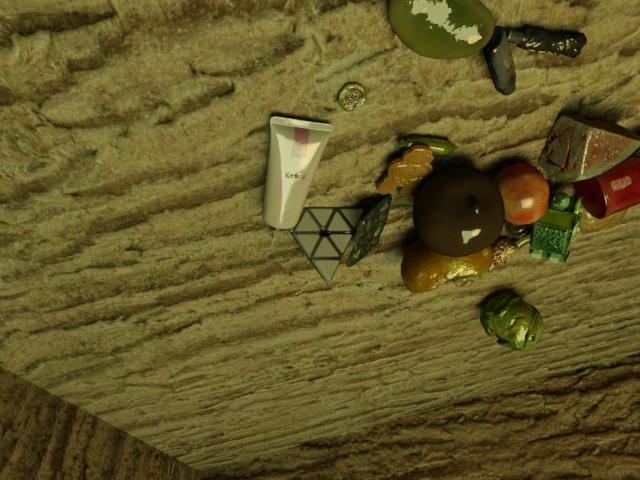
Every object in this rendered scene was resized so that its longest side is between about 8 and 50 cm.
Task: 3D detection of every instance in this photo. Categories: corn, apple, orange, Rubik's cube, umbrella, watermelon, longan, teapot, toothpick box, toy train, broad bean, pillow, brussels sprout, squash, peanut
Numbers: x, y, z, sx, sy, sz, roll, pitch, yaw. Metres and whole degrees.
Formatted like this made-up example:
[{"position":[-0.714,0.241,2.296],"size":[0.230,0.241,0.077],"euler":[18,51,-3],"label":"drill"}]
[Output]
[{"position":[0.654,0.088,1.865],"size":[0.098,0.098,0.290],"euler":[30,125,-36],"label":"corn"},{"position":[0.665,-0.153,1.532],"size":[0.164,0.209,0.209],"euler":[-16,139,18],"label":"apple"},{"position":[0.446,0.059,1.672],"size":[0.334,0.262,0.196],"euler":[-14,122,14],"label":"orange"},{"position":[0.000,0.000,1.595],"size":[0.228,0.229,0.233],"euler":[9,-167,32],"label":"Rubik's cube"},{"position":[0.584,-0.526,1.216],"size":[0.235,0.059,0.066],"euler":[3,114,-13],"label":"umbrella"},{"position":[0.827,-0.314,1.429],"size":[0.261,0.213,0.201],"euler":[-29,119,10],"label":"watermelon"},{"position":[0.439,-0.088,1.481],"size":[0.297,0.297,0.297],"euler":[-6,138,-6],"label":"longan"},{"position":[0.766,-0.055,1.745],"size":[0.124,0.092,0.091],"euler":[-29,150,26],"label":"teapot"},{"position":[1.044,-0.225,1.525],"size":[0.333,0.204,0.204],"euler":[-23,137,9],"label":"toothpick box"},{"position":[0.829,-0.054,1.644],"size":[0.159,0.188,0.272],"euler":[17,156,29],"label":"toy train"},{"position":[0.280,-0.536,1.109],"size":[0.263,0.121,0.189],"euler":[24,129,-16],"label":"broad bean"},{"position":[0.171,-0.028,1.605],"size":[0.189,0.034,0.256],"euler":[-37,151,-35],"label":"pillow"},{"position":[0.871,0.373,2.108],"size":[0.227,0.259,0.294],"euler":[-40,148,-16],"label":"brussels sprout"},{"position":[0.322,-0.291,1.415],"size":[0.183,0.052,0.052],"euler":[2,136,-12],"label":"squash"},{"position":[1.049,-0.127,1.708],"size":[0.233,0.110,0.197],"euler":[-16,127,4],"label":"peanut"},{"position":[0.853,-0.020,1.826],"size":[0.325,0.067,0.075],"euler":[-30,104,22],"label":"broad bean"}]

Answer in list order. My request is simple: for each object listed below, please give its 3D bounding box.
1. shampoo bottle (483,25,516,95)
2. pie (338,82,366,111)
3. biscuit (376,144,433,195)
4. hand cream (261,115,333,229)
[{"position":[0.476,-0.460,1.220],"size":[0.049,0.087,0.233],"euler":[18,174,33],"label":"shampoo bottle"},{"position":[0.087,-0.394,1.274],"size":[0.085,0.017,0.085],"euler":[-7,138,-6],"label":"pie"},{"position":[0.274,-0.214,1.465],"size":[0.144,0.040,0.236],"euler":[-2,153,-19],"label":"biscuit"},{"position":[-0.089,-0.195,1.391],"size":[0.185,0.118,0.359],"euler":[4,129,-17],"label":"hand cream"}]
